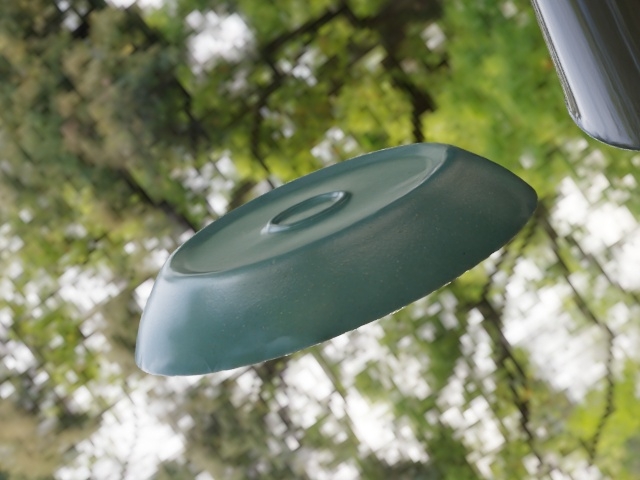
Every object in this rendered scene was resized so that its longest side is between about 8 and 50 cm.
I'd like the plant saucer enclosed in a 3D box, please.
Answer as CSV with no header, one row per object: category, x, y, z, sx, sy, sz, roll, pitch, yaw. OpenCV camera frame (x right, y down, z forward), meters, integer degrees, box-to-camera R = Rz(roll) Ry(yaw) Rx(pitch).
plant saucer,0.000,0.000,0.497,0.119,0.119,0.021,-60,-50,-69

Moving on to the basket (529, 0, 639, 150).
basket,0.234,-0.215,1.456,0.227,0.154,0.204,59,-178,-35
